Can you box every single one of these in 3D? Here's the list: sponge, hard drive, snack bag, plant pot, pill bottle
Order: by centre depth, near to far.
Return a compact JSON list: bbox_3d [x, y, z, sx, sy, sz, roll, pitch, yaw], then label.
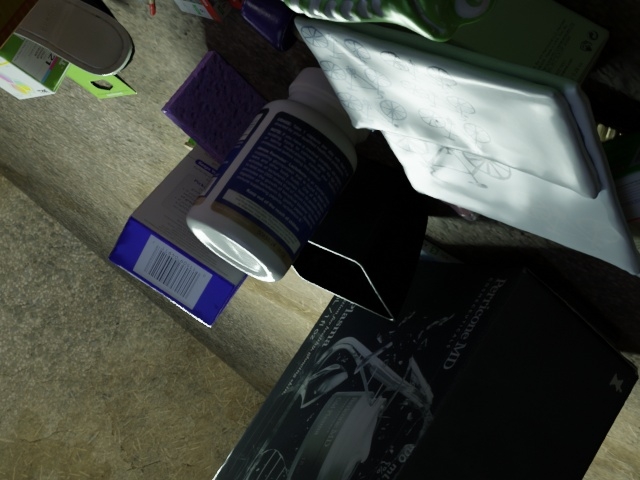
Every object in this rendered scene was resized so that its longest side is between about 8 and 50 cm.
[{"bbox_3d":[0.159,-0.095,1.231,0.323,0.037,0.342,22,162,35],"label":"snack bag"},{"bbox_3d":[-0.046,-0.090,1.569,0.153,0.265,0.153,32,165,9],"label":"pill bottle"},{"bbox_3d":[0.055,-0.019,1.754,0.188,0.167,0.187,25,162,32],"label":"plant pot"},{"bbox_3d":[-0.125,-0.169,1.757,0.210,0.117,0.031,42,163,-27],"label":"sponge"},{"bbox_3d":[0.372,0.111,1.775,0.135,0.022,0.094,40,163,-18],"label":"hard drive"}]

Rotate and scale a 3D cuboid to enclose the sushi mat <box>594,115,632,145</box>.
[{"bbox_3d":[0.328,-0.059,1.373,0.151,0.019,0.316,29,163,15],"label":"sushi mat"}]

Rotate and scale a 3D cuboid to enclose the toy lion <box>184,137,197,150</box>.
[{"bbox_3d":[-0.181,-0.147,2.096,0.100,0.034,0.096,26,170,27],"label":"toy lion"}]

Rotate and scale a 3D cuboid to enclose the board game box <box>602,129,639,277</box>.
[{"bbox_3d":[0.420,0.005,1.251,0.316,0.064,0.242,33,163,-11],"label":"board game box"}]

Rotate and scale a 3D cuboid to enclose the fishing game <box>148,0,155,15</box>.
[{"bbox_3d":[-0.346,-0.403,1.654,0.264,0.041,0.189,33,167,2],"label":"fishing game"}]

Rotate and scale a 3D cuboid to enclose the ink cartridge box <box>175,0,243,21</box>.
[{"bbox_3d":[-0.148,-0.316,1.535,0.115,0.029,0.063,23,160,35],"label":"ink cartridge box"}]

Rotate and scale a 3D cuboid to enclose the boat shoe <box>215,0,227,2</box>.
[{"bbox_3d":[-0.172,-0.376,1.251,0.120,0.123,0.324,30,163,25],"label":"boat shoe"}]

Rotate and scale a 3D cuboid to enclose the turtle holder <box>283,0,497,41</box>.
[{"bbox_3d":[0.028,-0.300,0.769,0.227,0.320,0.243,-8,128,11],"label":"turtle holder"}]

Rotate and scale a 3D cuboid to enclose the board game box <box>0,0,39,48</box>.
[{"bbox_3d":[-0.490,-0.416,1.316,0.356,0.356,0.356,15,155,49],"label":"board game box"}]

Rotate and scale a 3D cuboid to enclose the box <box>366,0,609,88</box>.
[{"bbox_3d":[0.134,-0.213,1.168,0.275,0.094,0.113,32,164,8],"label":"box"}]

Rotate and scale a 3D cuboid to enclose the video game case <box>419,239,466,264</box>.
[{"bbox_3d":[0.147,0.032,1.981,0.193,0.023,0.212,31,164,9],"label":"video game case"}]

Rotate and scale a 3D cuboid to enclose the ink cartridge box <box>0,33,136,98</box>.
[{"bbox_3d":[-0.479,-0.292,2.094,0.255,0.097,0.188,35,164,-29],"label":"ink cartridge box"}]

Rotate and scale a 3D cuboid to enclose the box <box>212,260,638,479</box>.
[{"bbox_3d":[0.148,0.299,1.843,0.297,0.480,0.471,41,162,-24],"label":"box"}]

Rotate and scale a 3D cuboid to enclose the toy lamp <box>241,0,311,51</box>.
[{"bbox_3d":[0.034,-0.220,1.382,0.274,0.080,0.080,30,164,8],"label":"toy lamp"}]

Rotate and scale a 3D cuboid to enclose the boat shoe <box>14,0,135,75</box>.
[{"bbox_3d":[-0.419,-0.361,1.782,0.340,0.127,0.113,30,-173,3],"label":"boat shoe"}]

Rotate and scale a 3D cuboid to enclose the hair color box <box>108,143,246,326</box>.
[{"bbox_3d":[-0.157,-0.039,1.816,0.185,0.339,0.110,34,130,0],"label":"hair color box"}]

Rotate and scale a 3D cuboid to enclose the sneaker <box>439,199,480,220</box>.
[{"bbox_3d":[0.201,-0.063,1.559,0.070,0.051,0.134,36,167,-15],"label":"sneaker"}]
